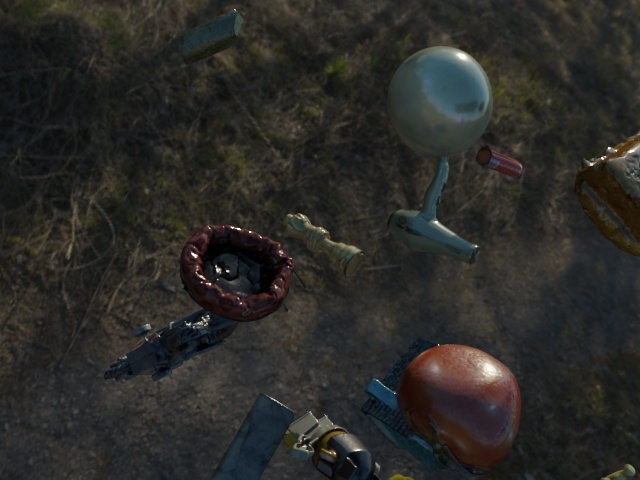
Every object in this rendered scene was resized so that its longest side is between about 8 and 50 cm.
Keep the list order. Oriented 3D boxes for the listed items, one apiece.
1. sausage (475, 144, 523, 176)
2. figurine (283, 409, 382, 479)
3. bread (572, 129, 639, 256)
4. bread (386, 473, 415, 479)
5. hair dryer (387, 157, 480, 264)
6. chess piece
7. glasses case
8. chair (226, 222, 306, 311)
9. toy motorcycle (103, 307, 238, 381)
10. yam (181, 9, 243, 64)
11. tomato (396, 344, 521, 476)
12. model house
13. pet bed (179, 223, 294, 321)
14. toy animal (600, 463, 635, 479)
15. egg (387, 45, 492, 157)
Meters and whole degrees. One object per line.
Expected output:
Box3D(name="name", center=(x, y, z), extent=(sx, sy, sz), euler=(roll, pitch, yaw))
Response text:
Box3D(name="sausage", center=(0.429, -0.181, 1.581), extent=(0.146, 0.048, 0.050), euler=(13, 62, -35))
Box3D(name="figurine", center=(0.036, 0.562, 1.769), extent=(0.309, 0.309, 0.143), euler=(4, 98, -36))
Box3D(name="bread", center=(0.410, -0.079, 0.820), extent=(0.271, 0.077, 0.139), euler=(-29, 77, -38))
Box3D(name="bread", center=(0.118, 0.758, 1.712), extent=(0.384, 0.166, 0.112), euler=(-36, 108, -13))
Box3D(name="hair dryer", center=(0.290, -0.066, 1.503), extent=(0.092, 0.267, 0.229), euler=(1, 38, -50))
Box3D(name="chess piece", center=(0.000, 0.001, 1.240), extent=(0.172, 0.060, 0.060), euler=(35, 36, 26))
Box3D(name="glasses case", center=(-0.187, 0.557, 1.763), extent=(0.114, 0.060, 0.299), euler=(30, 72, 1))
Box3D(name="chair", center=(-0.192, 0.061, 2.021), extent=(0.325, 0.160, 0.170), euler=(60, 42, -19))
Box3D(name="toy motorcycle", center=(-0.309, 0.216, 1.375), extent=(0.173, 0.307, 0.108), euler=(-16, 81, -55))
Box3D(name="yam", center=(-0.223, -0.420, 1.397), extent=(0.070, 0.147, 0.069), euler=(-21, 90, -83))
Box3D(name="tomato", center=(0.189, 0.214, 0.880), extent=(0.167, 0.167, 0.167), euler=(21, 46, -23))
Box3D(name="model house", center=(0.250, 0.335, 1.510), extent=(0.241, 0.226, 0.261), euler=(37, 67, 13))
Box3D(name="pet bed", center=(-0.140, 0.051, 1.125), extent=(0.201, 0.053, 0.201), euler=(14, 43, -14))
Box3D(name="toy animal", center=(0.689, 0.643, 1.681), extent=(0.234, 0.168, 0.121), euler=(-8, 67, -21))
Box3D(name="egg", center=(0.177, -0.198, 0.994), extent=(0.151, 0.151, 0.209), euler=(61, 9, 19))
